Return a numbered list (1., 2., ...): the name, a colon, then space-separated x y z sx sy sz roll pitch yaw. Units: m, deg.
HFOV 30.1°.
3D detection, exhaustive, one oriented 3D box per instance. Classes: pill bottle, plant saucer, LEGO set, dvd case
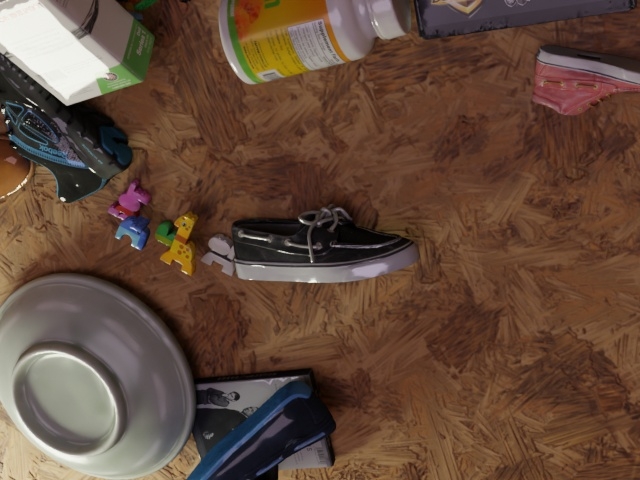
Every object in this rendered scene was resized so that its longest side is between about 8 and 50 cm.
1. pill bottle: -0.005 -0.309 1.661 0.246 0.136 0.136 -11 109 20
2. plant saucer: -0.410 0.255 2.026 0.400 0.100 0.400 8 116 17
3. LEGO set: -0.231 -0.022 1.878 0.227 0.087 0.093 27 117 2
4. dvd case: -0.108 0.309 2.017 0.239 0.029 0.179 -7 110 18

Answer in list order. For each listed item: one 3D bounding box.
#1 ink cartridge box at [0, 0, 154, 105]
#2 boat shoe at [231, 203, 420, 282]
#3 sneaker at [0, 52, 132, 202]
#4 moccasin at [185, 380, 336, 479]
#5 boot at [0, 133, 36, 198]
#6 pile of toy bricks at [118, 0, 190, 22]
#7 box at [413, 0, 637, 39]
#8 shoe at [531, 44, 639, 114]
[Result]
1. ink cartridge box: -0.369 -0.301 1.688 0.160 0.092 0.219 -11 145 32
2. boat shoe: 0.002 -0.001 1.809 0.306 0.113 0.105 0 107 33
3. sneaker: -0.452 -0.205 1.837 0.140 0.125 0.341 -38 98 22
4. moccasin: -0.115 0.375 1.955 0.117 0.137 0.342 43 118 -9
5. boot: -0.610 -0.076 1.888 0.283 0.220 0.109 -8 110 19
6. pile of toy bricks: -0.255 -0.395 1.730 0.212 0.118 0.105 -20 78 39
7. box: 0.254 -0.432 1.573 0.296 0.073 0.293 -5 112 17
8. shoe: 0.380 -0.211 1.637 0.178 0.063 0.081 14 117 16
